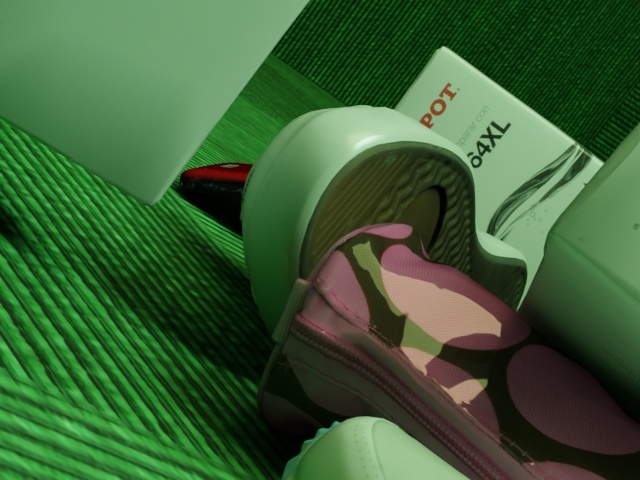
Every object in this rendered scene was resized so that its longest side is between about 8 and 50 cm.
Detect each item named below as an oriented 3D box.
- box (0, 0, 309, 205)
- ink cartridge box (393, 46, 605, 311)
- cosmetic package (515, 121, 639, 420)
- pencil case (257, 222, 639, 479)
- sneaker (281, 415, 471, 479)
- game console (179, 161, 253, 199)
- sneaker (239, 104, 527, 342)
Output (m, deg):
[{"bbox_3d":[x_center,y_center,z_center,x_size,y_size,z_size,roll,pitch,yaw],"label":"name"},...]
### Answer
[{"bbox_3d":[-0.123,-0.202,0.609,0.168,0.215,0.345,32,7,-40],"label":"box"},{"bbox_3d":[0.114,-0.007,1.064,0.203,0.148,0.086,36,8,2],"label":"ink cartridge box"},{"bbox_3d":[0.230,0.125,0.572,0.377,0.097,0.284,41,-14,10],"label":"cosmetic package"},{"bbox_3d":[0.069,0.079,0.502,0.209,0.095,0.098,38,19,26],"label":"pencil case"},{"bbox_3d":[0.077,0.102,0.355,0.087,0.092,0.229,27,11,-48],"label":"sneaker"},{"bbox_3d":[-0.010,0.005,0.914,0.124,0.085,0.144,6,4,5],"label":"game console"},{"bbox_3d":[0.000,0.000,0.700,0.123,0.106,0.290,29,-4,19],"label":"sneaker"}]
